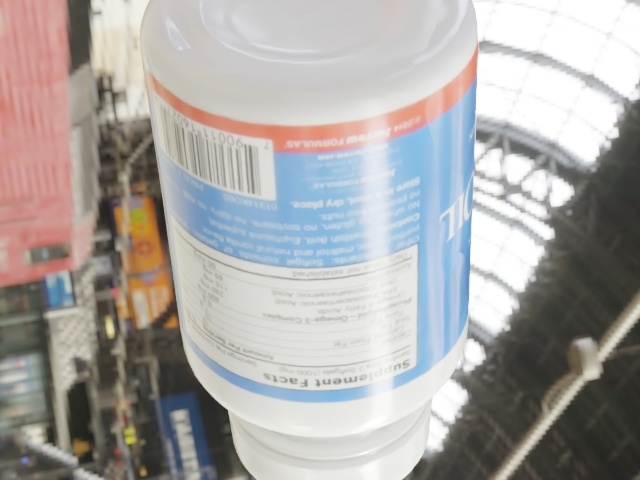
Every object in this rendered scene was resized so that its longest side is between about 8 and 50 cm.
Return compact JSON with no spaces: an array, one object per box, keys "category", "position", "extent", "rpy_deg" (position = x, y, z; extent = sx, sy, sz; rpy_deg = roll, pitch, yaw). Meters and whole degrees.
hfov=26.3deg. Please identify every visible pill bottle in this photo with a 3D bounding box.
[{"category":"pill bottle","position":[0.000,0.000,0.557],"extent":[0.124,0.124,0.221],"rpy_deg":[-114,-164,-48]}]
